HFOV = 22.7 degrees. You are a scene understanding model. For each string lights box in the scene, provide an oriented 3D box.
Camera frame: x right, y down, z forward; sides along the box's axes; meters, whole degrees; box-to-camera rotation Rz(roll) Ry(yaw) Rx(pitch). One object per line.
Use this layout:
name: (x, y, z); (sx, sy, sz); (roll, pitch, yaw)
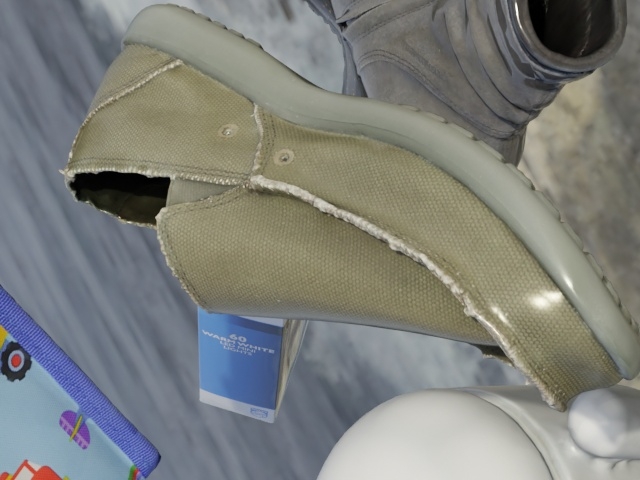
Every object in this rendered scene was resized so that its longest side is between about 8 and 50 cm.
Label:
string lights box: (-0.049, 0.043, 1.354); (0.077, 0.133, 0.259); (16, 153, 5)

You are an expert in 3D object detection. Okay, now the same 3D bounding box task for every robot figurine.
robot figurine: (0.133, 0.197, 1.061); (0.300, 0.353, 0.200); (-52, 53, 30)

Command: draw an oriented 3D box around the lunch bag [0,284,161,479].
lunch bag: (-0.227, 0.069, 0.601); (0.138, 0.221, 0.293); (29, 160, 35)

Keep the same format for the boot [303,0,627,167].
boot: (0.063, -0.187, 0.868); (0.338, 0.118, 0.222); (68, 154, 23)

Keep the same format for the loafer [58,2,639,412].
loafer: (0.000, 0.000, 0.538); (0.251, 0.087, 0.094); (30, 167, 44)
